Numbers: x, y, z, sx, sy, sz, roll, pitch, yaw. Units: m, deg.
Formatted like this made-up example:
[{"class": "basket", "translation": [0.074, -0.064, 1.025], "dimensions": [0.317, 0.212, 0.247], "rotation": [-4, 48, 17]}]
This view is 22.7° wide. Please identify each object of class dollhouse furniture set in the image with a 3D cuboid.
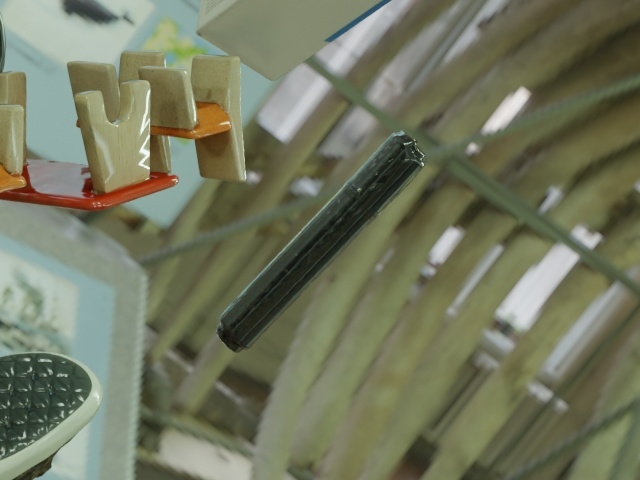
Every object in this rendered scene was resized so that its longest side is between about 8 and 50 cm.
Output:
[{"class": "dollhouse furniture set", "translation": [-0.216, -0.045, 1.094], "dimensions": [0.259, 0.135, 0.262], "rotation": [8, 19, 37]}]

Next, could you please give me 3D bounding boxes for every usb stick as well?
[{"class": "usb stick", "translation": [0.000, 0.000, 1.590], "dimensions": [0.045, 0.278, 0.077], "rotation": [42, 7, -13]}]

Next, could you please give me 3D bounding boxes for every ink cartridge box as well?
[{"class": "ink cartridge box", "translation": [-0.013, -0.251, 1.252], "dimensions": [0.086, 0.148, 0.203], "rotation": [30, 48, -31]}]

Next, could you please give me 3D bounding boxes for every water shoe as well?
[{"class": "water shoe", "translation": [-0.207, 0.136, 0.871], "dimensions": [0.073, 0.203, 0.080], "rotation": [43, -24, 31]}]

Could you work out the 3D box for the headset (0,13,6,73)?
[{"class": "headset", "translation": [-0.373, -0.123, 1.243], "dimensions": [0.185, 0.243, 0.394], "rotation": [1, 72, -64]}]
